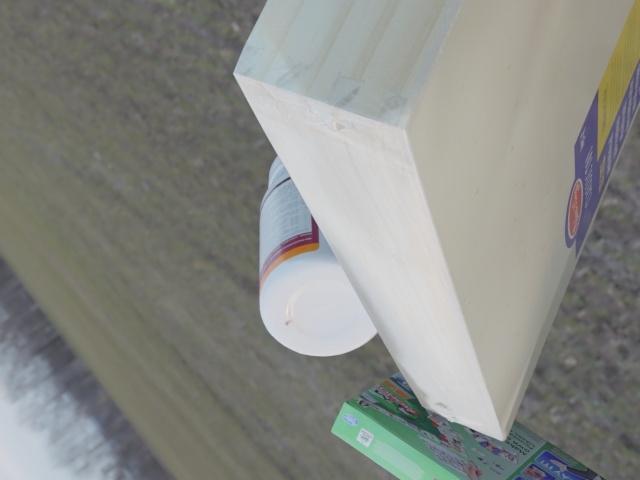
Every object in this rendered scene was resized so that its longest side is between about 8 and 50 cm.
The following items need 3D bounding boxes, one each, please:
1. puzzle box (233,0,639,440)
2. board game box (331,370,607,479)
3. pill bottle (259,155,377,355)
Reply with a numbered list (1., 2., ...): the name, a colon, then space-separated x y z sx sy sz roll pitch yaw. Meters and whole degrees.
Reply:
1. puzzle box: 0.089 -0.085 0.549 0.052 0.272 0.409 20 165 17
2. board game box: 0.193 0.259 1.558 0.317 0.046 0.213 33 -157 19
3. pill bottle: 0.000 0.000 1.338 0.221 0.121 0.121 -93 -21 -54
